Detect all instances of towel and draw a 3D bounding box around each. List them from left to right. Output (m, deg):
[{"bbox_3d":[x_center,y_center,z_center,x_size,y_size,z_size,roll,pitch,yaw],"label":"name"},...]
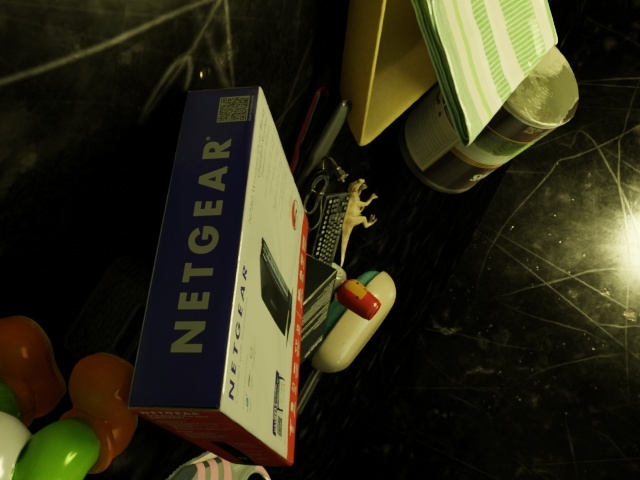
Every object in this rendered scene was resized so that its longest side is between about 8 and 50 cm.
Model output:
[{"bbox_3d":[0.258,-0.330,0.920,0.325,0.038,0.248,-47,124,-33],"label":"towel"}]

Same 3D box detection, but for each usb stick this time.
[{"bbox_3d":[-0.038,0.354,1.484,0.278,0.045,0.077,-62,167,2],"label":"usb stick"}]

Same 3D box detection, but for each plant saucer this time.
[{"bbox_3d":[0.133,-0.356,0.917,0.333,0.081,0.333,-45,154,-39],"label":"plant saucer"}]

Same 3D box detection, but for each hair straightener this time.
[{"bbox_3d":[-0.008,-0.100,0.899,0.231,0.089,0.047,-65,161,9],"label":"hair straightener"}]

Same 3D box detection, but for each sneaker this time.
[{"bbox_3d":[-0.198,0.467,1.124,0.319,0.131,0.112,-11,127,-64],"label":"sneaker"}]

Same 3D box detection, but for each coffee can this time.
[{"bbox_3d":[0.300,-0.234,1.149,0.201,0.201,0.275,-48,-176,-31],"label":"coffee can"}]

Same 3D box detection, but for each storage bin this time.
[{"bbox_3d":[-0.195,0.105,0.730,0.122,0.084,0.180,-59,159,-6],"label":"storage bin"}]

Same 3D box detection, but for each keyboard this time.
[{"bbox_3d":[0.000,0.000,1.107,0.108,0.023,0.180,-8,121,-42],"label":"keyboard"}]

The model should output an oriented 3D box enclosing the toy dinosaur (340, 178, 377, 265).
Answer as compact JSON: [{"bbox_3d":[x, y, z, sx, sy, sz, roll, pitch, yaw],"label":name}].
[{"bbox_3d":[0.063,-0.047,1.220,0.092,0.053,0.183,-17,126,-42],"label":"toy dinosaur"}]

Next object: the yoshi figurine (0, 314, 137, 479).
[{"bbox_3d":[-0.291,0.174,0.406,0.203,0.203,0.362,-33,-171,35],"label":"yoshi figurine"}]

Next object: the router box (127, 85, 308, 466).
[{"bbox_3d":[-0.086,0.057,0.692,0.301,0.082,0.336,71,19,-62],"label":"router box"}]

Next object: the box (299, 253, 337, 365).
[{"bbox_3d":[-0.091,0.159,1.021,0.261,0.103,0.184,-41,148,-45],"label":"box"}]

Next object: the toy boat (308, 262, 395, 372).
[{"bbox_3d":[0.053,0.142,1.322,0.267,0.148,0.318,-49,165,-17],"label":"toy boat"}]
